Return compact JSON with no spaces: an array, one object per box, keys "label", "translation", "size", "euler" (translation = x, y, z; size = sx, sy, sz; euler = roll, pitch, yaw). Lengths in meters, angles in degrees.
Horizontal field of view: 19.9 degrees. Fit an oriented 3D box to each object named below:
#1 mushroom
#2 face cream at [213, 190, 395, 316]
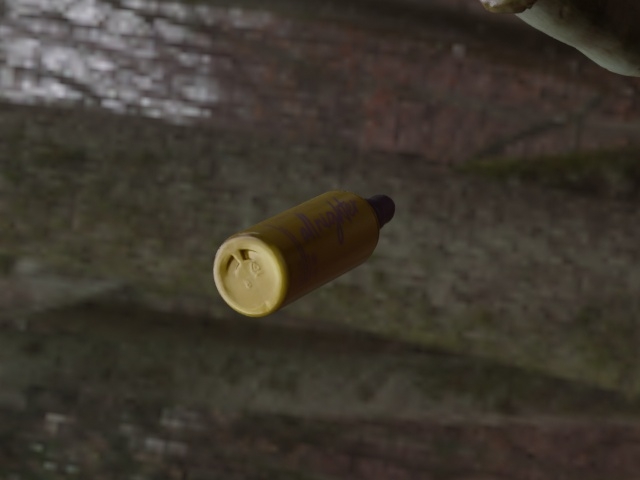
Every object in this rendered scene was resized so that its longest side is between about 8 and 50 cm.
[{"label":"mushroom","translation":[0.240,-0.233,1.706],"size":[0.333,0.087,0.107],"euler":[14,-87,-53]},{"label":"face cream","translation":[0.000,0.000,1.702],"size":[0.273,0.078,0.078],"euler":[-26,-57,-59]}]
